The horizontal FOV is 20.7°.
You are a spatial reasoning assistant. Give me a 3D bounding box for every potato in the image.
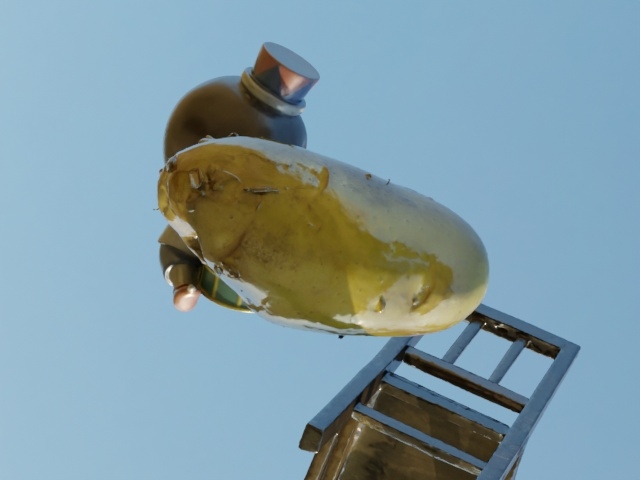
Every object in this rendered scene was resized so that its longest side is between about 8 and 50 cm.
[{"bbox_3d":[0.000,0.000,1.525,0.173,0.300,0.140,-84,-163,-49],"label":"potato"}]

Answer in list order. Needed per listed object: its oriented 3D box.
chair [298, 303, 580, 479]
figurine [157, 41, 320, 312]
[{"bbox_3d":[0.100,0.243,1.791,0.203,0.416,0.241,23,-67,14],"label":"chair"},{"bbox_3d":[-0.082,-0.064,1.761,0.158,0.161,0.275,25,-59,32],"label":"figurine"}]
